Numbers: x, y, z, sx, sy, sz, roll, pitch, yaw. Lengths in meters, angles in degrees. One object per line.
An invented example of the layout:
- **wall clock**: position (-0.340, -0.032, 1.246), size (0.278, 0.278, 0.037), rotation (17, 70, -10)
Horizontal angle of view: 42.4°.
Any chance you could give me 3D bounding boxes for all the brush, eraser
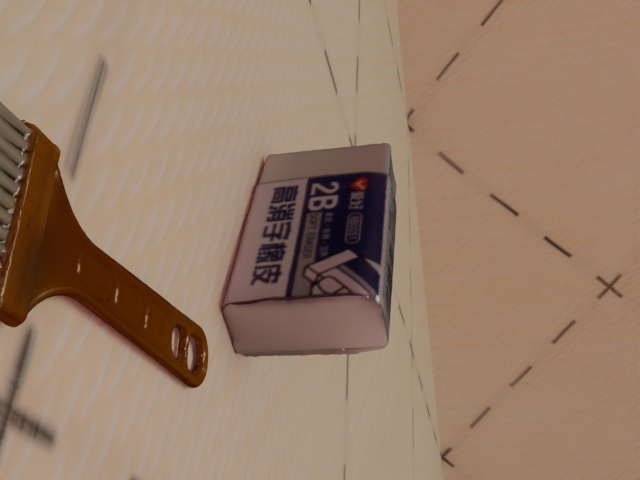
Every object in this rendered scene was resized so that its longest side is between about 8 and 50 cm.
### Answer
- **brush**: position (-0.113, 0.023, 0.428), size (0.314, 0.017, 0.090), rotation (61, 29, -64)
- **eraser**: position (0.000, 0.000, 0.700), size (0.210, 0.125, 0.067), rotation (-81, 161, -50)
